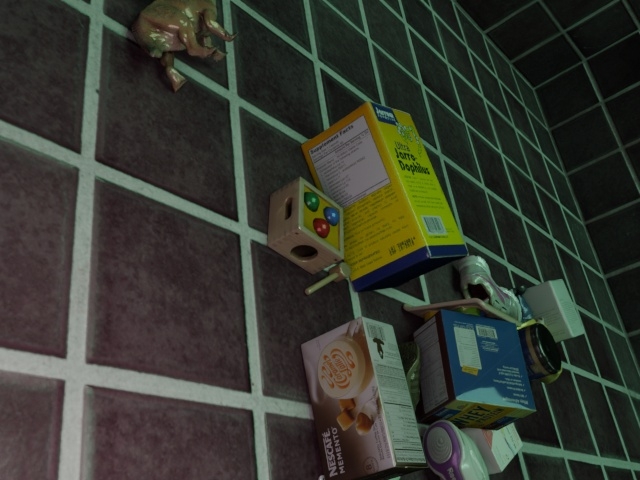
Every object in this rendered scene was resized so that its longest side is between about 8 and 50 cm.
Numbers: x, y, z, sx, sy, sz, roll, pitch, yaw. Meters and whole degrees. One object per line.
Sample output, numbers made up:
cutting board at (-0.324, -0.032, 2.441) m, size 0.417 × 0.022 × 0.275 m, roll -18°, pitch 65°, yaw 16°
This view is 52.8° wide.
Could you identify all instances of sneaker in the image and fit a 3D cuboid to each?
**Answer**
sneaker at (0.170, 0.291, 1.305) m, size 0.071 × 0.066 × 0.188 m, roll 66°, pitch 30°, yaw -31°
sneaker at (0.456, 0.165, 1.770) m, size 0.252 × 0.103 × 0.111 m, roll 46°, pitch 39°, yaw -13°
sneaker at (0.299, 0.501, 1.247) m, size 0.152 × 0.114 × 0.305 m, roll 34°, pitch 35°, yaw -41°

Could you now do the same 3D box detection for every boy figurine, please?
boy figurine at (0.599, 0.278, 1.870) m, size 0.177 × 0.092 × 0.285 m, roll -7°, pitch 66°, yaw -32°

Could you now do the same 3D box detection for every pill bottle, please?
pill bottle at (0.444, 0.286, 1.532) m, size 0.123 × 0.219 × 0.122 m, roll 35°, pitch 40°, yaw -36°

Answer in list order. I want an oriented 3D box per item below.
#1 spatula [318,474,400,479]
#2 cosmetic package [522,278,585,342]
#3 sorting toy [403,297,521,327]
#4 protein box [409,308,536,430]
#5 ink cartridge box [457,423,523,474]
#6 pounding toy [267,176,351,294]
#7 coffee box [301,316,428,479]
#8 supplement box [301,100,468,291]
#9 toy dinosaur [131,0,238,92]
spatula at (0.091, 0.459, 1.089) m, size 0.242 × 0.019 × 0.168 m, roll 16°, pitch 55°, yaw -49°
cosmetic package at (0.698, 0.231, 2.001) m, size 0.151 × 0.151 × 0.183 m, roll 3°, pitch 65°, yaw -55°
sorting toy at (0.322, 0.178, 1.467) m, size 0.193 × 0.208 × 0.038 m, roll 27°, pitch 64°, yaw -43°
protein box at (0.318, 0.279, 1.375) m, size 0.200 × 0.136 × 0.201 m, roll 12°, pitch 53°, yaw -21°
ink cartridge box at (0.398, 0.448, 1.487) m, size 0.198 × 0.067 × 0.115 m, roll -11°, pitch 74°, yaw -57°
pounding toy at (0.004, 0.010, 1.234) m, size 0.206 × 0.094 × 0.181 m, roll 34°, pitch 41°, yaw -36°
coffee box at (0.068, 0.271, 1.074) m, size 0.098 × 0.141 × 0.246 m, roll 23°, pitch 47°, yaw -46°
supplement box at (0.139, -0.091, 1.407) m, size 0.195 × 0.194 × 0.356 m, roll -1°, pitch 68°, yaw -55°
toy dinosaur at (-0.263, -0.398, 1.150) m, size 0.200 × 0.127 × 0.295 m, roll 46°, pitch 47°, yaw -11°
